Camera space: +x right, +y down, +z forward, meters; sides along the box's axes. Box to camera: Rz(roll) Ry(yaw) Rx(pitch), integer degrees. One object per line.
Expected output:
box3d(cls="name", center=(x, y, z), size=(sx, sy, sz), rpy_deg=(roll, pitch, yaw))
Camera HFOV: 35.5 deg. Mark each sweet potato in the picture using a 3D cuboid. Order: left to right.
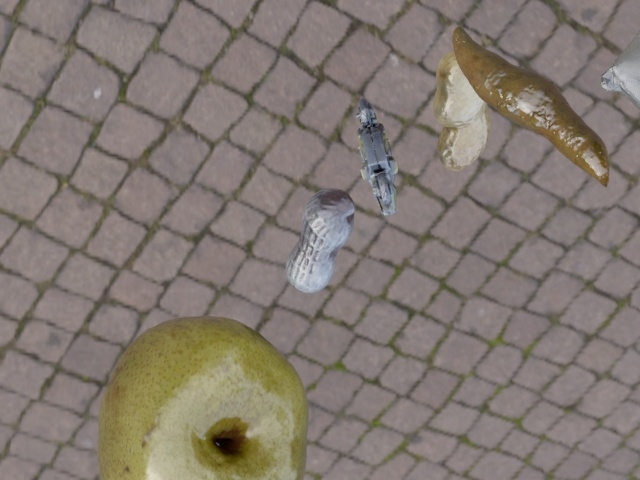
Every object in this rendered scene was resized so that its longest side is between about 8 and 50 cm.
box3d(cls="sweet potato", center=(0.238, -0.154, 1.127), size=(0.067, 0.274, 0.067), rpy_deg=(-30, 148, -21))

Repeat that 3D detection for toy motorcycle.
box3d(cls="toy motorcycle", center=(0.095, -0.136, 1.674), size=(0.061, 0.193, 0.124), rpy_deg=(-14, 163, 5))

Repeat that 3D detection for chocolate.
box3d(cls="chocolate", center=(0.000, 0.000, 1.341), size=(0.072, 0.072, 0.167), rpy_deg=(9, 125, -16))

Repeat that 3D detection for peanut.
box3d(cls="peanut", center=(0.237, -0.215, 1.673), size=(0.104, 0.085, 0.228), rpy_deg=(-28, 132, -20))

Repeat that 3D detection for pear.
box3d(cls="pear", center=(-0.113, 0.186, 0.943), size=(0.188, 0.229, 0.211), rpy_deg=(7, 167, -22))

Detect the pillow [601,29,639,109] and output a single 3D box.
box3d(cls="pillow", center=(0.396, -0.205, 0.990), size=(0.169, 0.059, 0.255), rpy_deg=(41, 75, -20))
